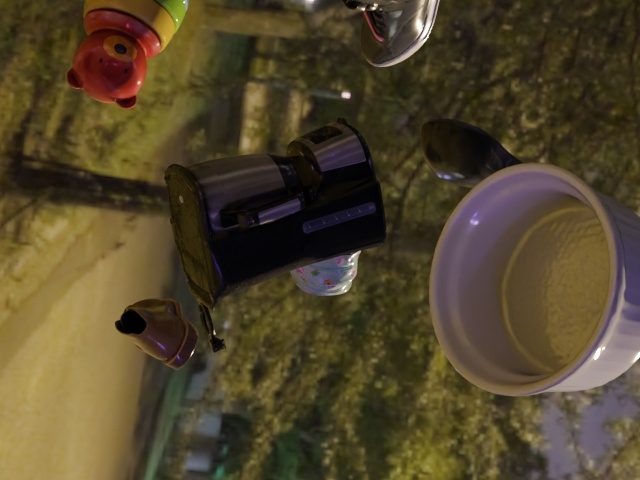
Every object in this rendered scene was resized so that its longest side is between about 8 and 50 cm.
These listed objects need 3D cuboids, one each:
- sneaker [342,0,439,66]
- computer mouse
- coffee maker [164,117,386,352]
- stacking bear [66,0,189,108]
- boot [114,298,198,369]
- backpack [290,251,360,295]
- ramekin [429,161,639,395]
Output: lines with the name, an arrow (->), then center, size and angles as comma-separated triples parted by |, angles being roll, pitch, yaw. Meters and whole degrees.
sneaker -> 0.063, -0.286, 1.126 | 0.104, 0.147, 0.296 | 64, -25, 14
computer mouse -> 0.253, -0.107, 1.541 | 0.188, 0.272, 0.072 | 8, -103, 47
coffee maker -> -0.040, -0.013, 0.924 | 0.120, 0.178, 0.171 | 52, -31, 42
stacking bear -> -0.285, -0.340, 1.495 | 0.164, 0.175, 0.289 | -21, -132, 59
boot -> -0.320, 0.145, 1.804 | 0.112, 0.115, 0.305 | -63, -156, -6
backpack -> 0.000, 0.000, 1.589 | 0.182, 0.152, 0.115 | -119, -154, -48
ramekin -> 0.276, 0.054, 1.204 | 0.277, 0.135, 0.277 | -16, -112, 47
